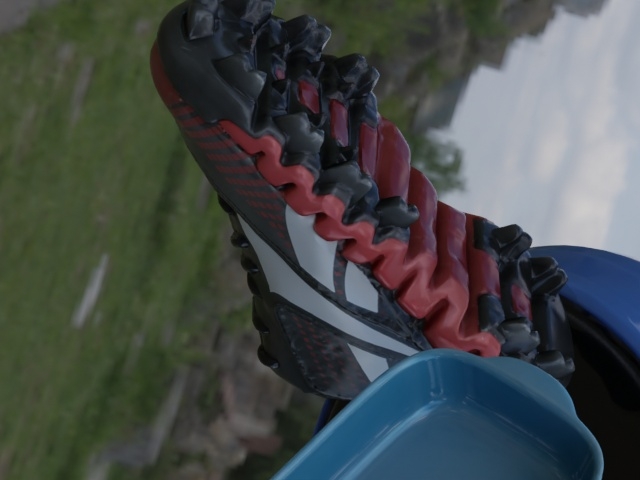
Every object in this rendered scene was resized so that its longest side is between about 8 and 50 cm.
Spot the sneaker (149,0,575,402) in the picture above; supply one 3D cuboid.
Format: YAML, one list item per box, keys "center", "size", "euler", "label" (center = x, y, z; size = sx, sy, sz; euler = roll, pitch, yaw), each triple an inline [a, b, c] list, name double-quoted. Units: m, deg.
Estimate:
- center: [0.000, 0.000, 0.792]
  size: [0.135, 0.276, 0.097]
  euler: [-26, -142, 28]
  label: "sneaker"

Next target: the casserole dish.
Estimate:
- center: [0.035, 0.125, 0.704]
  size: [0.188, 0.114, 0.037]
  euler: [-42, 145, -24]
  label: "casserole dish"

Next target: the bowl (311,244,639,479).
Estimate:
- center: [0.116, 0.197, 0.944]
  size: [0.391, 0.077, 0.391]
  euler: [-4, -94, 54]
  label: "bowl"
